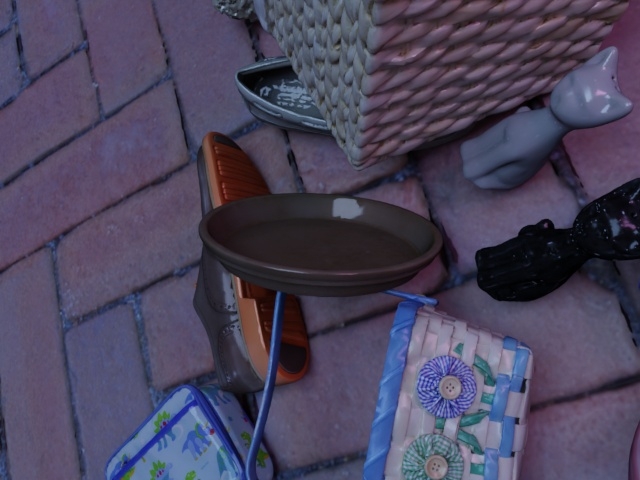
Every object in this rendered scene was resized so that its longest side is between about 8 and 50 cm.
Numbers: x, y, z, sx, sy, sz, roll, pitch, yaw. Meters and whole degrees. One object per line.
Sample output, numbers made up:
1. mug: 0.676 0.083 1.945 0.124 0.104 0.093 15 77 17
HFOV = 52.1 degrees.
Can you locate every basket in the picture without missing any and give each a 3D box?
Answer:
1. basket: 0.115 -0.291 0.648 0.331 0.328 0.266 -22 70 -10
2. basket: 0.073 0.169 0.703 0.289 0.201 0.255 6 84 19

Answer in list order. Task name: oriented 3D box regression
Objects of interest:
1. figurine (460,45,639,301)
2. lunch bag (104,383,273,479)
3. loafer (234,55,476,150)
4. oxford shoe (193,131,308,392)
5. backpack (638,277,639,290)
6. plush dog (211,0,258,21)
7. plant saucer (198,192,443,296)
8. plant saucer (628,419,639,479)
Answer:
1. figurine: 0.242 -0.061 0.661 0.209 0.092 0.215 143 125 -65
2. lunch bag: -0.183 0.307 0.874 0.219 0.090 0.176 -44 63 18
3. loafer: 0.038 -0.180 0.836 0.319 0.111 0.112 6 85 23
4. oxford shoe: -0.129 0.027 0.887 0.132 0.130 0.364 -24 70 29
5. backpack: 0.364 -0.001 0.617 0.117 0.158 0.173 32 108 37
6. plush dog: -0.133 -0.483 0.930 0.210 0.225 0.262 -33 66 19
7. plant saucer: 0.000 0.000 0.754 0.278 0.278 0.041 14 112 30
8. plant saucer: 0.405 0.188 0.468 0.332 0.332 0.084 14 128 30
